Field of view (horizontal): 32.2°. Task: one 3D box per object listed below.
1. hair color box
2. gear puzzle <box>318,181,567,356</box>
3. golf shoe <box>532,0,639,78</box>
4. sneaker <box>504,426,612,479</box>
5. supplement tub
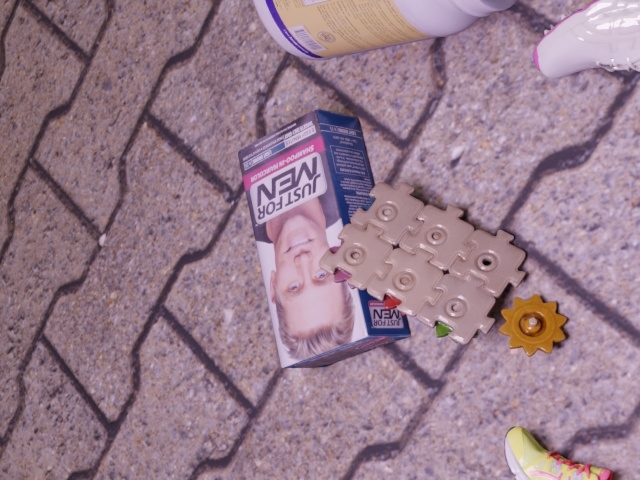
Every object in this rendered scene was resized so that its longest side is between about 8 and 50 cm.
[{"bbox_3d":[0.000,0.000,1.643,0.174,0.105,0.347,-25,71,37],"label":"hair color box"},{"bbox_3d":[0.178,0.051,1.485,0.339,0.044,0.175,28,68,23],"label":"gear puzzle"},{"bbox_3d":[0.395,-0.240,1.323,0.306,0.115,0.140,-21,78,40],"label":"golf shoe"},{"bbox_3d":[0.315,0.301,1.371,0.094,0.081,0.208,-50,63,17],"label":"sneaker"},{"bbox_3d":[0.090,-0.385,1.510,0.331,0.241,0.241,-4,84,40],"label":"supplement tub"}]
